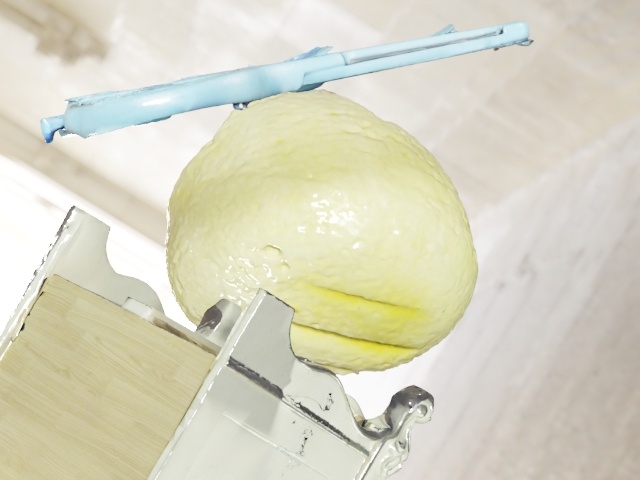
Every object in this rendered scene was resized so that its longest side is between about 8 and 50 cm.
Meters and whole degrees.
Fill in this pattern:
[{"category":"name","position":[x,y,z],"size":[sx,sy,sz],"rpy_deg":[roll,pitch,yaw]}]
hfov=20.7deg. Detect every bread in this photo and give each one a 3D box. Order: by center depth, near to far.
[{"category":"bread","position":[0.002,0.008,1.789],"size":[0.320,0.320,0.237],"rpy_deg":[-56,29,33]}]

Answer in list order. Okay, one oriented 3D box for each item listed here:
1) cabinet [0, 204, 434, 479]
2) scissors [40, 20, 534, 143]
[{"category":"cabinet","position":[-0.130,0.183,1.385],"size":[0.290,0.227,0.318],"rpy_deg":[20,78,48]},{"category":"scissors","position":[-0.018,-0.126,1.312],"size":[0.180,0.393,0.032],"rpy_deg":[-166,64,-71]}]
